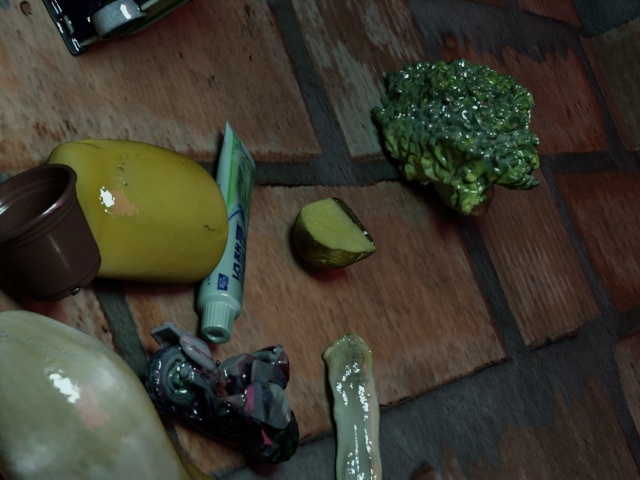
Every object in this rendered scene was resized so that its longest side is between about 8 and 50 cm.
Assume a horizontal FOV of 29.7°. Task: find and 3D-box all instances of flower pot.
[{"bbox_3d":[-0.242,0.000,1.050,0.111,0.111,0.089,-72,143,-50],"label":"flower pot"}]

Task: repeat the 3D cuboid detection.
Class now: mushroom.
[{"bbox_3d":[0.040,0.207,1.387,0.054,0.059,0.202,89,-5,-62],"label":"mushroom"}]

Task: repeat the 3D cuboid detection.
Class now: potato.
[{"bbox_3d":[0.000,0.000,1.463,0.103,0.066,0.096,-5,49,-49],"label":"potato"}]

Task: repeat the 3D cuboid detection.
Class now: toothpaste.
[{"bbox_3d":[-0.100,-0.012,1.330,0.296,0.048,0.075,-86,153,-43],"label":"toothpaste"}]

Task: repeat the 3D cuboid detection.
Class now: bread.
[{"bbox_3d":[-0.170,-0.031,1.184,0.217,0.098,0.147,0,72,-57],"label":"bread"}]

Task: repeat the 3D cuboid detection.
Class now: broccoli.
[{"bbox_3d":[0.198,-0.140,1.797,0.288,0.248,0.245,-83,175,-57],"label":"broccoli"}]

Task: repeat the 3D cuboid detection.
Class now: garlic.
[{"bbox_3d":[-0.177,0.183,1.024,0.318,0.112,0.143,55,26,-38],"label":"garlic"}]

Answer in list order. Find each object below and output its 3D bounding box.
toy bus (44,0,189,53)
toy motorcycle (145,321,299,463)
[{"bbox_3d":[-0.138,-0.328,1.244,0.143,0.305,0.179,63,27,-3],"label":"toy bus"},{"bbox_3d":[-0.090,0.139,1.194,0.213,0.082,0.122,35,42,-43],"label":"toy motorcycle"}]
